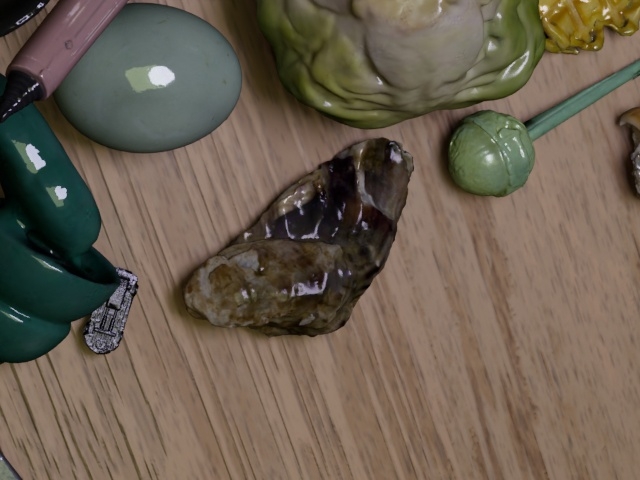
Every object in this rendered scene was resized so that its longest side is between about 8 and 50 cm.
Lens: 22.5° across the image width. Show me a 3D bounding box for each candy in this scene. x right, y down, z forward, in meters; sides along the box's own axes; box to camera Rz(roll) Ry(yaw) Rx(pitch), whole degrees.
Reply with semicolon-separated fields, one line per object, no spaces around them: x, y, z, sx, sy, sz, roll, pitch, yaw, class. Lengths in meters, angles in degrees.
0.281;-0.150;1.799;0.336;0.093;0.092;-32;148;-22;candy

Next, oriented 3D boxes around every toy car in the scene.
-0.220;0.073;1.670;0.041;0.025;0.093;20;86;-18;toy car

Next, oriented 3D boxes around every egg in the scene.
-0.172;-0.161;1.595;0.192;0.149;0.149;-3;97;-24;egg

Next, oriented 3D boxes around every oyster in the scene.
-0.003;-0.004;1.706;0.166;0.094;0.294;39;77;-10;oyster

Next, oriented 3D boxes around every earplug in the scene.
-0.311;-0.015;1.562;0.257;0.164;0.280;22;99;-13;earplug

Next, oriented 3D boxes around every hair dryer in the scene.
-0.212;-0.230;1.475;0.106;0.189;0.344;51;56;-26;hair dryer

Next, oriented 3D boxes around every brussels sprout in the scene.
0.072;-0.232;1.603;0.317;0.274;0.242;15;86;-63;brussels sprout

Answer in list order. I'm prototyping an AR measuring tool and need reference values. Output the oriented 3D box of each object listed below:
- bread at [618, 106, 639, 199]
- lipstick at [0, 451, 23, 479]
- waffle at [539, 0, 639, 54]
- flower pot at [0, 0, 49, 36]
0.417;-0.115;1.835;0.177;0.084;0.119;-26;104;-18;bread
-0.317;0.281;1.638;0.068;0.066;0.317;-37;105;-11;lipstick
0.255;-0.340;1.765;0.281;0.060;0.262;8;95;-16;waffle
-0.350;-0.314;1.514;0.269;0.166;0.269;-3;99;-18;flower pot
